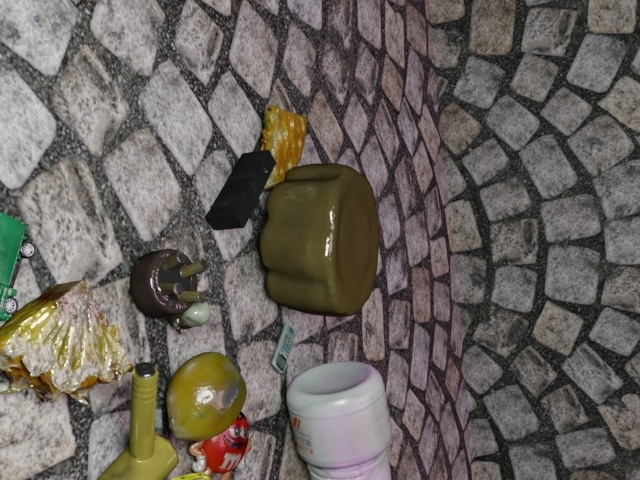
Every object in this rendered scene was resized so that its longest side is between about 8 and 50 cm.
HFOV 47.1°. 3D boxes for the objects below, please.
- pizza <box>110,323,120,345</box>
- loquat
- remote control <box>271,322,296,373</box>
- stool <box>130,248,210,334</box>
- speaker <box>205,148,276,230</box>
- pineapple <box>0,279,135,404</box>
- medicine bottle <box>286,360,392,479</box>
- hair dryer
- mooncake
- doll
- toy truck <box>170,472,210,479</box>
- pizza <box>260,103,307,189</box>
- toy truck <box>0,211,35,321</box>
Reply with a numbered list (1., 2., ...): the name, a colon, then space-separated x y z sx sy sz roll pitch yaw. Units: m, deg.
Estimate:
1. pizza: -0.368 0.186 1.290 0.037 0.016 0.083 31 61 -50
2. loquat: -0.224 0.303 1.414 0.195 0.152 0.152 -48 129 -37
3. remote control: -0.089 0.263 1.800 0.053 0.018 0.124 59 38 -39
4. stool: -0.268 0.098 1.386 0.217 0.121 0.125 59 36 -33
5. speaker: -0.173 -0.114 1.629 0.044 0.082 0.218 62 35 -37
6. pineapple: -0.400 0.157 1.137 0.236 0.114 0.186 34 57 -52
7. medicine bottle: 0.056 0.475 1.806 0.241 0.241 0.302 -32 114 -59
8. hair dryer: -0.306 0.325 1.227 0.135 0.090 0.278 -44 150 -54
9. mooncake: 0.000 0.000 1.778 0.378 0.201 0.378 1 90 -69
10. doll: -0.199 0.432 1.508 0.183 0.085 0.217 41 61 -52
11. toy truck: -0.240 0.553 1.265 0.124 0.157 0.272 19 96 -61
12. pizza: -0.101 -0.246 1.798 0.197 0.058 0.292 70 31 -43
13. toy truck: -0.472 0.041 1.064 0.079 0.065 0.147 35 56 -53
